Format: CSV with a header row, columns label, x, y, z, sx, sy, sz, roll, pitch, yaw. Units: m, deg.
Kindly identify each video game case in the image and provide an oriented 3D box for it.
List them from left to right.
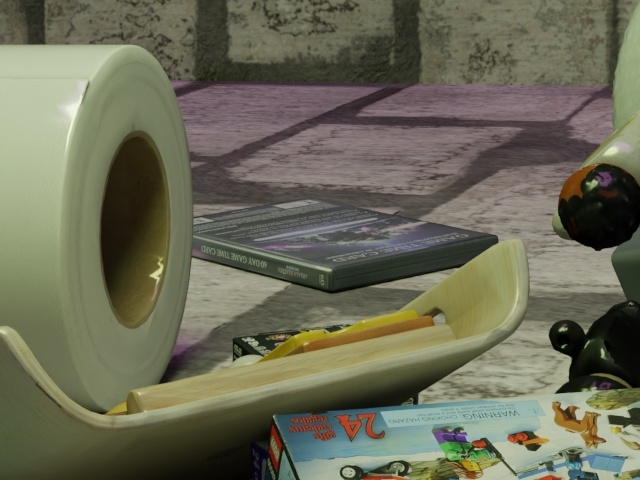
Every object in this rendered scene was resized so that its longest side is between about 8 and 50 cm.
label,x,y,z,sx,sy,sz,roll,pitch,yaw
video game case,0.000,0.000,1.697,0.196,0.026,0.274,-11,16,-37

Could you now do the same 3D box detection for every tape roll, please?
label,x,y,z,sx,sy,sz,roll,pitch,yaw
tape roll,-0.201,-0.009,1.227,0.169,0.246,0.246,2,12,15

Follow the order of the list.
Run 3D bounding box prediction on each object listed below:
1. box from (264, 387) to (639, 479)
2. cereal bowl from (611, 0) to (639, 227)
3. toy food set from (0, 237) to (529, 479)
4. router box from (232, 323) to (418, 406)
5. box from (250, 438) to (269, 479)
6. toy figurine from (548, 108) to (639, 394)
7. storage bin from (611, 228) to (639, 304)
label,x,y,z,sx,sy,sz,roll,pitch,yaw
box,0.108,0.128,0.772,0.233,0.044,0.159,-3,32,-17
cereal bowl,0.313,-0.057,1.199,0.141,0.339,0.339,-21,20,-32
toy food set,-0.064,0.068,0.959,0.306,0.092,0.219,-11,-17,-35
router box,0.001,0.090,1.221,0.092,0.038,0.122,-5,12,-19
box,0.050,0.137,0.898,0.126,0.072,0.137,-8,12,-24
toy figurine,0.234,0.030,1.065,0.213,0.210,0.148,5,24,21
storage bin,0.296,0.009,1.445,0.091,0.098,0.135,-8,27,41
